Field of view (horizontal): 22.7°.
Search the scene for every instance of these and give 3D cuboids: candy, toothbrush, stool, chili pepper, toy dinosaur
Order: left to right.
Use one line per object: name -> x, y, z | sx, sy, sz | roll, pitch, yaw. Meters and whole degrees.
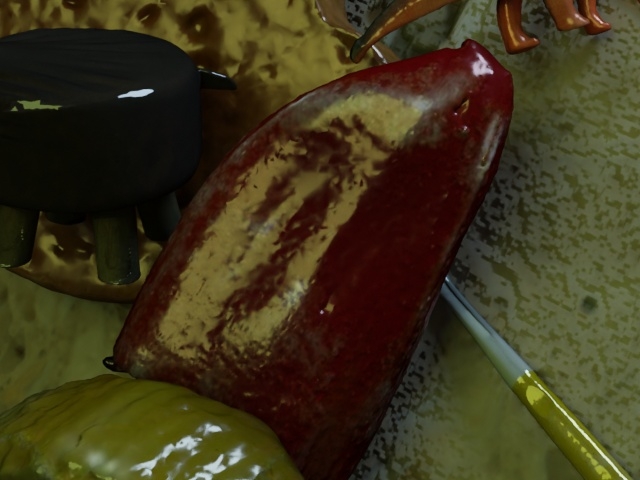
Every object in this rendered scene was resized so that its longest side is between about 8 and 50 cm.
stool -> -0.152, -0.050, 0.826 | 0.125, 0.217, 0.121 | -114, 25, -62
candy -> -0.088, 0.189, 0.768 | 0.260, 0.118, 0.260 | 18, 121, 33
chili pepper -> 0.000, 0.000, 0.816 | 0.144, 0.136, 0.253 | 39, 102, 46
toothbrush -> 0.115, 0.086, 0.802 | 0.021, 0.024, 0.288 | -44, 60, 7
toy dinosaur -> 0.142, -0.158, 0.830 | 0.279, 0.055, 0.101 | -25, 100, -9

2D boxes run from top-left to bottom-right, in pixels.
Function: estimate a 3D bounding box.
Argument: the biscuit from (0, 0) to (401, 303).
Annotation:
biscuit -> -0.124, -0.190, 0.925 | 0.349, 0.078, 0.455 | -6, 89, 15
